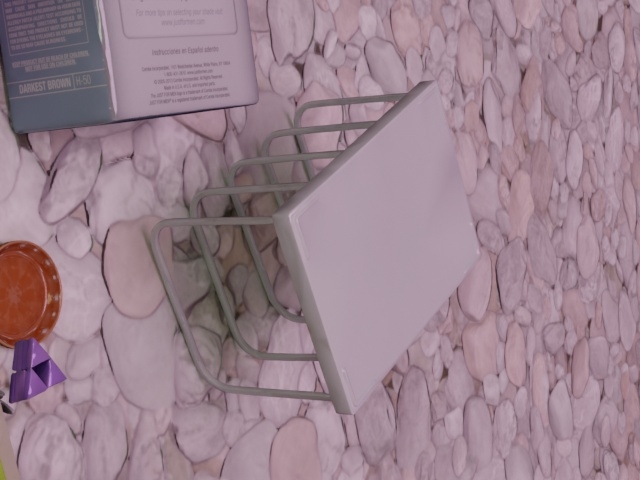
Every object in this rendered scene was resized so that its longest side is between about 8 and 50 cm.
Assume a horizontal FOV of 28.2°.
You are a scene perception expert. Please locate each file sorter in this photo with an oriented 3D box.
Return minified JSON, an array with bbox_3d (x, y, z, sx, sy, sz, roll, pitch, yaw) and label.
[{"bbox_3d":[0.000,0.000,1.183,0.277,0.173,0.193,-45,125,-47],"label":"file sorter"}]

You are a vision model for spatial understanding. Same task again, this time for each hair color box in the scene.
[{"bbox_3d":[-0.167,-0.282,1.011,0.185,0.113,0.374,-17,102,-56],"label":"hair color box"}]

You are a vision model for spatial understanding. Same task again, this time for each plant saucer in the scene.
[{"bbox_3d":[-0.232,0.042,0.978,0.083,0.013,0.083,8,80,-55],"label":"plant saucer"}]

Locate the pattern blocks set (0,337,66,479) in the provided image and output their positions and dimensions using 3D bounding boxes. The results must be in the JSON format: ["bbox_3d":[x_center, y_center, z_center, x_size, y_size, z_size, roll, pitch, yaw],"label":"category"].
[{"bbox_3d":[-0.242,0.177,0.768,0.325,0.026,0.285,-49,123,-53],"label":"pattern blocks set"}]

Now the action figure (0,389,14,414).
[{"bbox_3d":[-0.285,0.125,0.823,0.185,0.099,0.285,26,63,-47],"label":"action figure"}]
